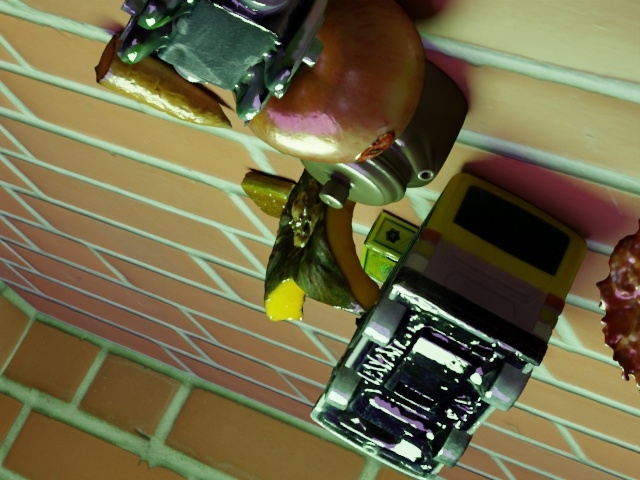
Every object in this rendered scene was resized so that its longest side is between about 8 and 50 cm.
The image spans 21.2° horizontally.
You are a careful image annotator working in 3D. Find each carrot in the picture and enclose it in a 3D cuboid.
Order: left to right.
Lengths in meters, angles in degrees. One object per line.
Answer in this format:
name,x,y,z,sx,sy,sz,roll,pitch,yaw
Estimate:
carrot,-0.206,-0.202,2.325,0.205,0.072,0.072,28,165,-17

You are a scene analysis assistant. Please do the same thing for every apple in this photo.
apple,0.007,-0.177,1.785,0.209,0.209,0.164,21,180,26

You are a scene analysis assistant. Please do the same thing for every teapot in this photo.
teapot,0.042,-0.119,1.956,0.268,0.175,0.185,13,155,45

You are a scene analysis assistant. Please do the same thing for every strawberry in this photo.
strawberry,0.443,0.065,1.917,0.234,0.234,0.178,20,-170,30

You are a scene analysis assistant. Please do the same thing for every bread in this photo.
bread,-0.061,-0.062,2.556,0.094,0.035,0.090,17,160,38

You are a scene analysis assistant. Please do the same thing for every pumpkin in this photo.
pumpkin,0.009,-0.022,2.174,0.095,0.258,0.290,18,166,-16

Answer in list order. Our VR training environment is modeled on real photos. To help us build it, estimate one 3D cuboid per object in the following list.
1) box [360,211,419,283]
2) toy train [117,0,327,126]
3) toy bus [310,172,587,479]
box,0.166,0.049,2.465,0.220,0.064,0.141,29,165,6
toy train,-0.062,-0.254,1.571,0.173,0.249,0.307,28,165,-9
toy bus,0.159,0.122,2.246,0.209,0.249,0.440,28,148,0
